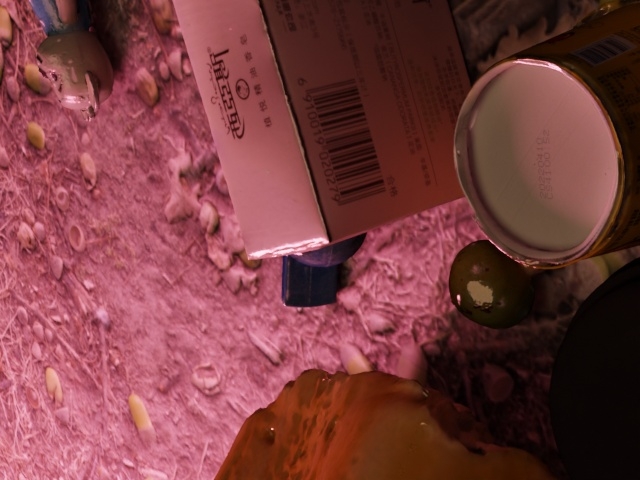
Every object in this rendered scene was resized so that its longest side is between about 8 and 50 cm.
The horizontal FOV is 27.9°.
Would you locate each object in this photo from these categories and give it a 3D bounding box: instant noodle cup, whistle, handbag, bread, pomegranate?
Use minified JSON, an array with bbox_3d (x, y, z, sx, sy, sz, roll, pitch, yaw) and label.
[{"bbox_3d":[0.185,-0.067,0.864,0.182,0.144,0.182,21,119,43],"label":"instant noodle cup"},{"bbox_3d":[0.000,0.000,1.144,0.090,0.090,0.157,23,121,41],"label":"whistle"},{"bbox_3d":[0.276,0.152,0.849,0.254,0.093,0.308,-34,84,48],"label":"handbag"},{"bbox_3d":[0.026,0.325,1.017,0.361,0.250,0.394,-11,52,62],"label":"bread"},{"bbox_3d":[-0.276,-0.241,1.368,0.114,0.077,0.235,171,84,-74],"label":"whistle"},{"bbox_3d":[0.140,0.027,1.017,0.073,0.073,0.084,37,92,34],"label":"pomegranate"}]

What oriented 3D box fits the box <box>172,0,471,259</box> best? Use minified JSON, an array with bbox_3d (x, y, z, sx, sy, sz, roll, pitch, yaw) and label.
[{"bbox_3d":[0.009,-0.134,0.997,0.111,0.194,0.260,-16,91,50],"label":"box"}]
